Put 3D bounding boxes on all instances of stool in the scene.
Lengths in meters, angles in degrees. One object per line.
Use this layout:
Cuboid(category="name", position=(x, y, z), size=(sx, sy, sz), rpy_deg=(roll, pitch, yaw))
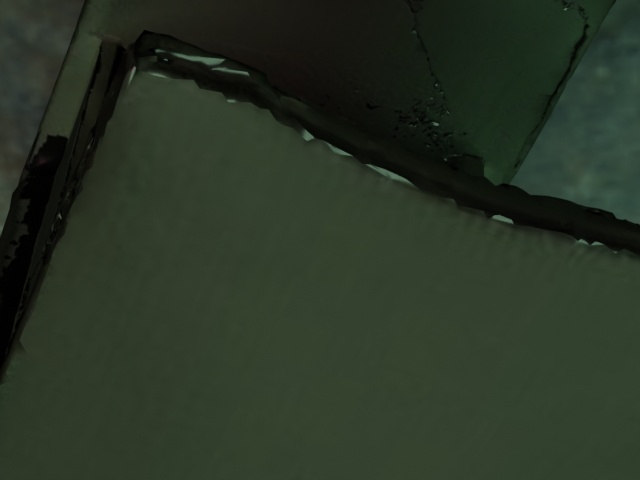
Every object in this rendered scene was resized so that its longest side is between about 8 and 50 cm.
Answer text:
Cuboid(category="stool", position=(0.000, 0.000, 0.491), size=(0.170, 0.243, 0.269), rpy_deg=(18, 130, -11))
